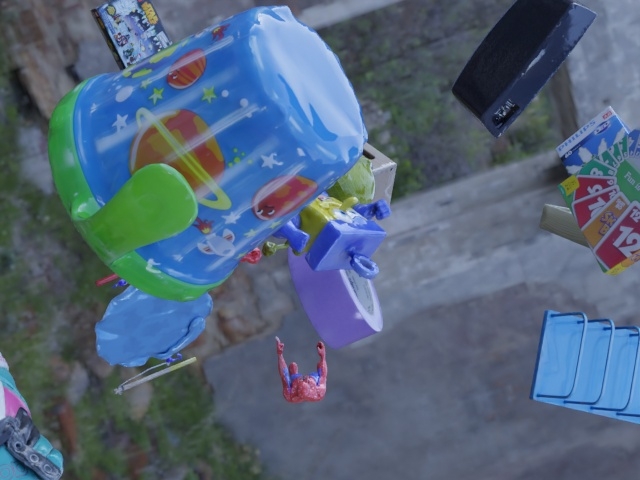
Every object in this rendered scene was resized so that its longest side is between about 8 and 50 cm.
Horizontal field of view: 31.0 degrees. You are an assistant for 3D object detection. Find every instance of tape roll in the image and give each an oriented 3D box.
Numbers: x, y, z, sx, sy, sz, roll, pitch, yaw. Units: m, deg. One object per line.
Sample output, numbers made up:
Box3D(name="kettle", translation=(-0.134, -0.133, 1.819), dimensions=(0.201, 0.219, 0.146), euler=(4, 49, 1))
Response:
Box3D(name="tape roll", translation=(0.025, 0.075, 1.866), dimensions=(0.189, 0.080, 0.189), euler=(58, 16, -27))

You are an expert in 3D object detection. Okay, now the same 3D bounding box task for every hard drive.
Box3D(name="hard drive", translation=(0.328, -0.309, 1.922), dimensions=(0.054, 0.255, 0.172), euler=(29, 17, -32))

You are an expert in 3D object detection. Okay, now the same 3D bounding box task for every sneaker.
Box3D(name="sneaker", translation=(-0.329, 0.196, 1.050), dimensions=(0.178, 0.124, 0.295), euler=(57, 4, 7))

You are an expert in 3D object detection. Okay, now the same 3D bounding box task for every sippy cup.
Box3D(name="sippy cup", translation=(-0.089, -0.093, 1.062), dimensions=(0.240, 0.224, 0.305), euler=(34, 37, -42))

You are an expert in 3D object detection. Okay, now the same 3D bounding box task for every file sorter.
Box3D(name="file sorter", translation=(0.373, 0.162, 1.468), dimensions=(0.104, 0.170, 0.118), euler=(159, -56, -72))

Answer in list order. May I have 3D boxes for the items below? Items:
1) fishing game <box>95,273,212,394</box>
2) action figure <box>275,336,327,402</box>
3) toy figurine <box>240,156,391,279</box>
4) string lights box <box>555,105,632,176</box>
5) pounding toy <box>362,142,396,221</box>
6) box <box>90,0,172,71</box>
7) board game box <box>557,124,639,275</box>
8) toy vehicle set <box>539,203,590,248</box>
Box3D(name="fishing game", translation=(-0.242, 0.109, 1.671), dimensions=(0.041, 0.189, 0.264), euler=(51, -23, 36))
Box3D(name="action figure", translation=(-0.033, 0.240, 2.250), dimensions=(0.280, 0.091, 0.139), euler=(-85, 170, -86))
Box3D(name="toy figurine", translation=(0.000, 0.000, 1.494), dimensions=(0.217, 0.191, 0.362), euler=(39, 20, 30))
Box3D(name="string lights box", translation=(0.524, -0.127, 2.081), dimensions=(0.077, 0.133, 0.260), euler=(42, 19, -23))
Box3D(name="pounding toy", translation=(0.068, -0.125, 2.041), dimensions=(0.141, 0.100, 0.130), euler=(40, -43, 36))
Box3D(name="box", translation=(-0.292, -0.323, 1.829), dimensions=(0.027, 0.094, 0.137), euler=(3, -57, 56))
Box3D(name="board game box", translation=(0.393, -0.080, 1.274), dimensions=(0.039, 0.259, 0.124), euler=(9, 51, -49))
Box3D(name="toy vehicle set", translation=(0.454, 0.002, 1.575), dimensions=(0.166, 0.267, 0.035), euler=(-147, -112, -66))
